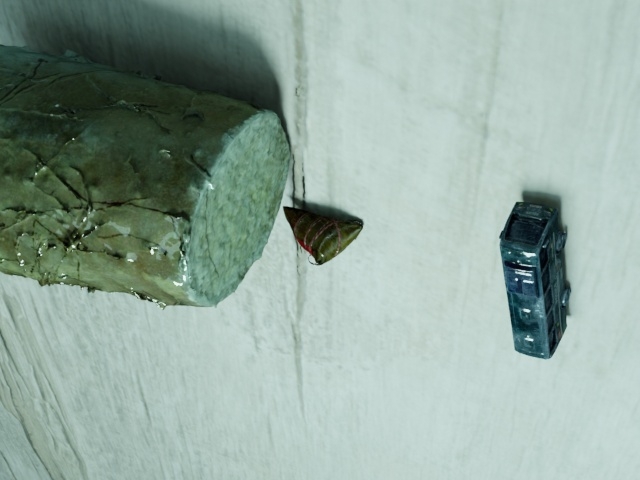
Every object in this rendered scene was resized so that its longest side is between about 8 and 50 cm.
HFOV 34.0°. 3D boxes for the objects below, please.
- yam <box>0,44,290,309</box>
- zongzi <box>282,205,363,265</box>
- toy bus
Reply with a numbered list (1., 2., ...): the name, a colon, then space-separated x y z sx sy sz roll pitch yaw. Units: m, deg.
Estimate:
1. yam: -0.219 -0.065 1.057 0.348 0.241 0.241 13 140 22
2. zongzi: 0.000 0.000 1.125 0.083 0.067 0.073 33 161 33
3. toy bus: 0.203 0.040 0.990 0.047 0.065 0.166 12 140 28
